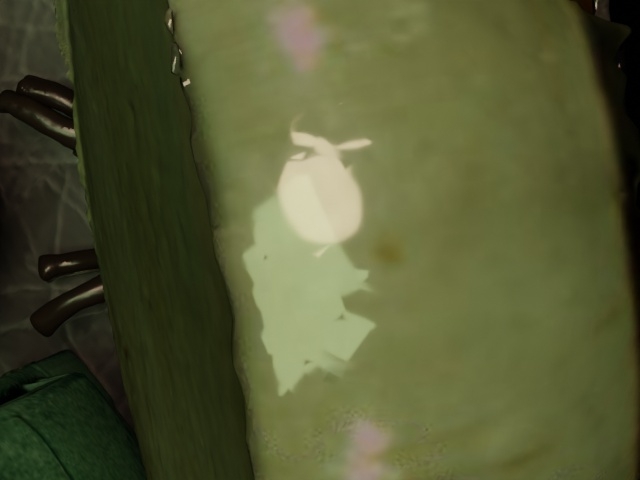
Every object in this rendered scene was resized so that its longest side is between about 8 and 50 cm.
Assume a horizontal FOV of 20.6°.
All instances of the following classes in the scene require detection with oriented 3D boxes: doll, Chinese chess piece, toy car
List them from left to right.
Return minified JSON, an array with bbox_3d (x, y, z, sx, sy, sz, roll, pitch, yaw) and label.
[{"bbox_3d":[-0.125,0.129,0.792,0.097,0.321,0.141,-33,91,8],"label":"toy car"},{"bbox_3d":[-0.073,-0.016,0.881,0.165,0.057,0.139,-3,101,7],"label":"doll"},{"bbox_3d":[0.000,0.000,0.684,0.146,0.349,0.349,-12,101,-15],"label":"Chinese chess piece"}]

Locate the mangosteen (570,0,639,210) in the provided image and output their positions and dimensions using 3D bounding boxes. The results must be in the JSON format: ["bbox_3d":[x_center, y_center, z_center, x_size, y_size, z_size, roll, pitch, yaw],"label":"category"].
[{"bbox_3d":[0.264,-0.065,0.632,0.381,0.421,0.381,5,77,-22],"label":"mangosteen"}]
